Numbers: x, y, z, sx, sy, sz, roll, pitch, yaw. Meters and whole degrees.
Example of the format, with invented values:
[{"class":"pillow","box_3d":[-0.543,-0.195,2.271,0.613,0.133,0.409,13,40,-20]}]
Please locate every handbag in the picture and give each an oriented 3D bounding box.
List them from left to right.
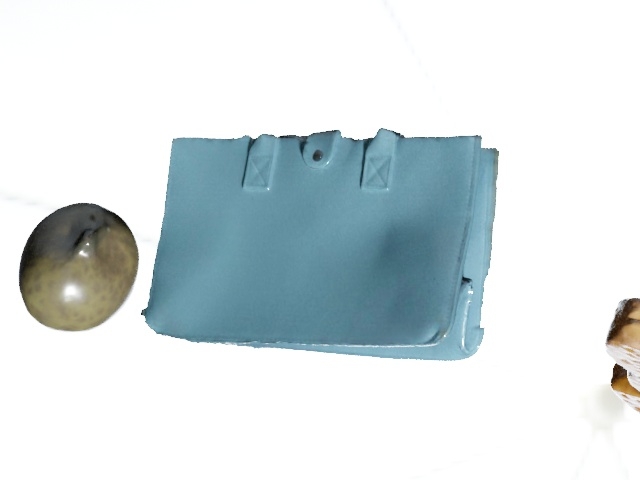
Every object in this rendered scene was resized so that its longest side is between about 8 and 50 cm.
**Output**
[{"class":"handbag","box_3d":[0.000,0.000,1.258,0.221,0.144,0.057,0,168,28]}]

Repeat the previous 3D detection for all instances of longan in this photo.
[{"class":"longan","box_3d":[-0.187,0.020,1.538,0.092,0.113,0.113,32,180,4]}]

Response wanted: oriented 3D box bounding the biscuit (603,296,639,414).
[{"class":"biscuit","box_3d":[0.302,0.113,1.101,0.306,0.043,0.284,17,165,39]}]
